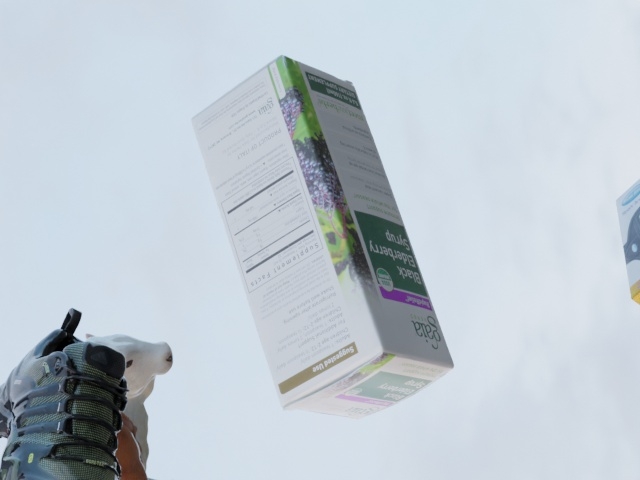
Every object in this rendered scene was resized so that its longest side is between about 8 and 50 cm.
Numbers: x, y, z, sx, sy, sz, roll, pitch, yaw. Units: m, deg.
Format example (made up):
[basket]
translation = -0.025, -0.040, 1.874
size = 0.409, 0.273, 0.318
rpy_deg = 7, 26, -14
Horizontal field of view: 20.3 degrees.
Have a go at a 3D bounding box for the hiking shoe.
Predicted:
[hiking shoe]
translation = -0.190, 0.134, 1.349
size = 0.086, 0.227, 0.114
rpy_deg = 20, -75, -31

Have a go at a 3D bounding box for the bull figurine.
[bull figurine]
translation = -0.219, 0.232, 1.617
size = 0.188, 0.101, 0.310
rpy_deg = 46, -106, -28

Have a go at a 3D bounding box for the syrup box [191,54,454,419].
[syrup box]
translation = 0.000, 0.000, 1.253
size = 0.093, 0.096, 0.236
rpy_deg = 15, -131, -53

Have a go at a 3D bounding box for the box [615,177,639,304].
[box]
translation = 0.251, -0.018, 1.279
size = 0.028, 0.081, 0.136
rpy_deg = 31, -148, -22
